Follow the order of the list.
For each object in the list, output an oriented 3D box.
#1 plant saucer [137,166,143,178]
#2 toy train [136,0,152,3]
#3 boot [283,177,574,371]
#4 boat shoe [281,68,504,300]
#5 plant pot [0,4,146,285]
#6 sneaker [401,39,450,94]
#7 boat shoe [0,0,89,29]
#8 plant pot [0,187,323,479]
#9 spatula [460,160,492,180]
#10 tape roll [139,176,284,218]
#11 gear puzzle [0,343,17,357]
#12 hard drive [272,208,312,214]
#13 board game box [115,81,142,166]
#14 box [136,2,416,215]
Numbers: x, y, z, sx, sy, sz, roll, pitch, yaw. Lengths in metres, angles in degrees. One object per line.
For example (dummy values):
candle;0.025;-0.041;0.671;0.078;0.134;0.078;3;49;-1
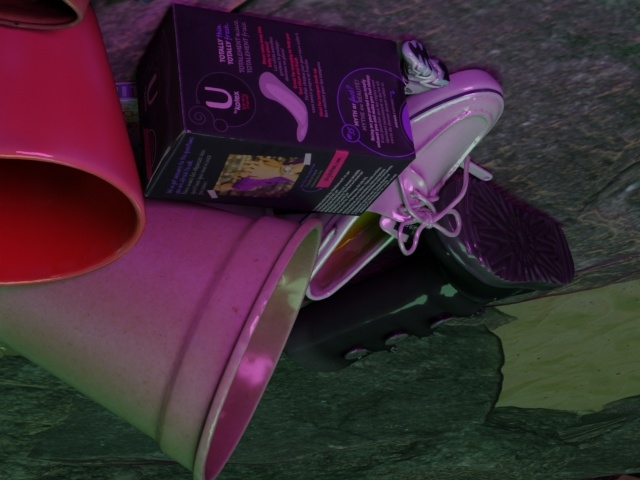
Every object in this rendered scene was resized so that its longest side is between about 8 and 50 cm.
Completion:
plant saucer;-0.220;-0.078;1.594;0.083;0.013;0.083;-6;154;-3
toy train;-0.192;-0.287;1.066;0.080;0.105;0.184;-26;149;32
boot;0.110;0.070;1.857;0.445;0.146;0.367;-21;154;32
boat shoe;0.098;-0.047;1.513;0.367;0.156;0.136;-39;141;22
plant pot;-0.314;-0.119;1.219;0.275;0.243;0.275;-6;154;-3
sneaker;0.101;-0.194;1.421;0.069;0.038;0.098;-22;150;26
boat shoe;-0.354;-0.252;1.077;0.324;0.116;0.123;1;153;-19
plant pot;-0.202;0.072;1.412;0.305;0.334;0.334;23;154;6
spatula;0.124;-0.095;1.654;0.168;0.019;0.242;-25;149;30
tape roll;-0.219;0.022;1.715;0.392;0.072;0.392;-7;157;-3
gear puzzle;-0.516;0.122;1.893;0.339;0.044;0.175;-15;144;6
hard drive;-0.017;-0.096;1.475;0.094;0.135;0.022;-3;154;-10
board game box;-0.236;-0.136;1.456;0.103;0.026;0.154;-5;154;-6
box;-0.053;-0.137;1.346;0.270;0.165;0.143;6;151;-25
